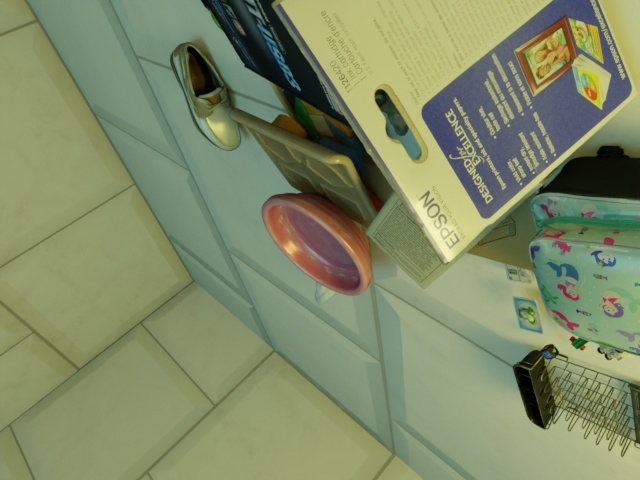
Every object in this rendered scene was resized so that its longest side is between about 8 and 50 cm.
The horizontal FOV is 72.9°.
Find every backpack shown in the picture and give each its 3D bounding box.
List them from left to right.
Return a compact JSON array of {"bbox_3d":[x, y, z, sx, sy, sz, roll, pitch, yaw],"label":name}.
[{"bbox_3d":[0.399,0.036,0.549,0.225,0.191,0.253,14,143,50],"label":"backpack"}]

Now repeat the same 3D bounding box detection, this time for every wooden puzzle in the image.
[{"bbox_3d":[-0.001,-0.161,0.966,0.322,0.080,0.348,32,174,34],"label":"wooden puzzle"},{"bbox_3d":[0.012,-0.247,0.890,0.239,0.044,0.221,19,152,48],"label":"wooden puzzle"}]

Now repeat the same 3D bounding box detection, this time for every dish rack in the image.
[{"bbox_3d":[0.540,0.333,0.856,0.272,0.074,0.208,13,138,52],"label":"dish rack"}]

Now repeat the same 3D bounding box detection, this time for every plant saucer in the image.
[{"bbox_3d":[0.000,0.000,1.095,0.332,0.084,0.332,34,156,18],"label":"plant saucer"}]

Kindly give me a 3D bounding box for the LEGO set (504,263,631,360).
[{"bbox_3d":[0.436,0.115,0.771,0.182,0.060,0.244,7,121,56],"label":"LEGO set"}]

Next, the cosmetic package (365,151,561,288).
[{"bbox_3d":[0.215,-0.068,0.711,0.160,0.113,0.309,46,144,11],"label":"cosmetic package"}]

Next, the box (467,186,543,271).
[{"bbox_3d":[0.293,-0.039,0.773,0.201,0.021,0.164,19,135,48],"label":"box"}]

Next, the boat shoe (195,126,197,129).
[{"bbox_3d":[-0.327,-0.337,1.346,0.184,0.066,0.063,15,153,47],"label":"boat shoe"}]

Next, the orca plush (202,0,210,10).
[{"bbox_3d":[-0.189,-0.493,0.806,0.287,0.102,0.151,24,135,36],"label":"orca plush"}]

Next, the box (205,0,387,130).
[{"bbox_3d":[-0.068,-0.310,0.542,0.293,0.073,0.295,42,172,35],"label":"box"}]

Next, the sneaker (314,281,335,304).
[{"bbox_3d":[0.014,0.082,1.340,0.169,0.108,0.292,47,145,9],"label":"sneaker"}]

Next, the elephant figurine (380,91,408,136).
[{"bbox_3d":[0.071,-0.316,0.653,0.239,0.186,0.169,48,-159,28],"label":"elephant figurine"}]

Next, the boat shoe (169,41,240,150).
[{"bbox_3d":[-0.306,-0.383,1.182,0.103,0.113,0.302,13,137,60],"label":"boat shoe"}]

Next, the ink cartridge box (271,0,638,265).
[{"bbox_3d":[0.152,-0.186,0.449,0.303,0.307,0.072,53,174,-20],"label":"ink cartridge box"}]

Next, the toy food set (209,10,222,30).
[{"bbox_3d":[-0.203,-0.506,0.925,0.132,0.038,0.192,54,155,-10],"label":"toy food set"}]
